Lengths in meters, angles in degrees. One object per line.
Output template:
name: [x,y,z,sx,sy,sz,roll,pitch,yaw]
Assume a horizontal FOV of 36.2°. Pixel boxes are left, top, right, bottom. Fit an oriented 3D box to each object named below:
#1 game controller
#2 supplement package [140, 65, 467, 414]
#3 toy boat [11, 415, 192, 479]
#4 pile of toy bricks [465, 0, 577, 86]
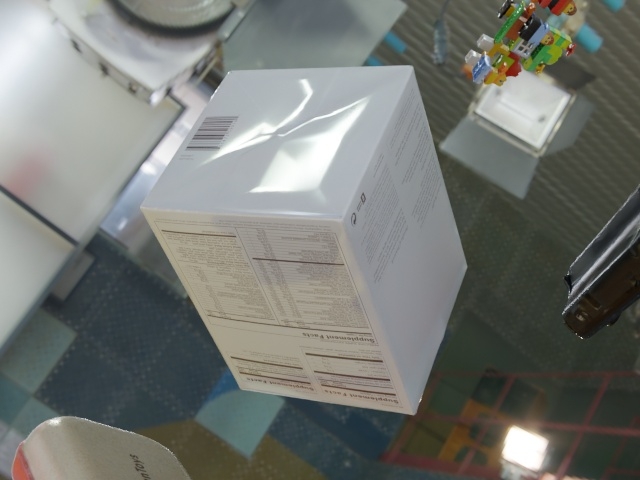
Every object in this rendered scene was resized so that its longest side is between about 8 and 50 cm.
game controller: [0.275,-0.015,0.783,0.067,0.166,0.319,43,-11,12]
supplement package: [0.000,0.000,0.932,0.198,0.199,0.263,4,-43,26]
toy boat: [-0.170,0.250,0.759,0.151,0.151,0.231,25,6,-33]
pile of toy bricks: [0.307,-0.285,1.380,0.105,0.118,0.212,22,-50,-19]
